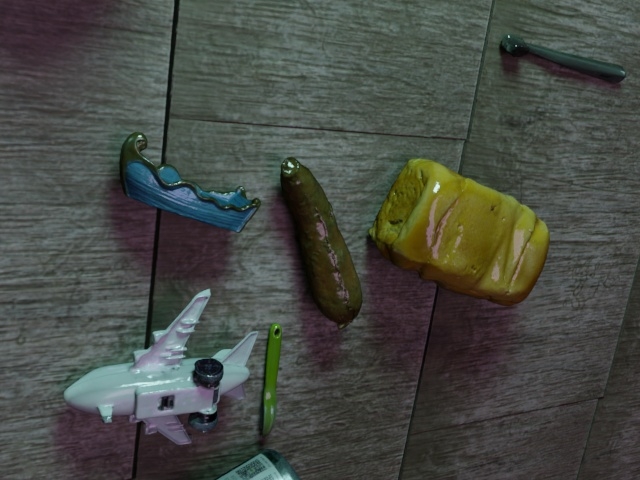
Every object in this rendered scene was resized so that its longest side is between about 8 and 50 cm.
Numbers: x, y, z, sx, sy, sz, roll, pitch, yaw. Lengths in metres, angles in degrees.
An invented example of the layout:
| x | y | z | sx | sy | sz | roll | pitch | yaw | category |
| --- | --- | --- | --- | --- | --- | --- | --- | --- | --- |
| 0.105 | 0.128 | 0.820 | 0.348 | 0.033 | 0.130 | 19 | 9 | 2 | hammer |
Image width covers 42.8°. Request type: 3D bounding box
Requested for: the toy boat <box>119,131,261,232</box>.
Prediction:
| x | y | z | sx | sy | sz | roll | pitch | yaw | category |
| --- | --- | --- | --- | --- | --- | --- | --- | --- | --- |
| -0.163 | -0.071 | 0.999 | 0.185 | 0.075 | 0.077 | 18 | 100 | -32 | toy boat |

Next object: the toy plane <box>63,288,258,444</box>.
| x | y | z | sx | sy | sz | roll | pitch | yaw | category |
| --- | --- | --- | --- | --- | --- | --- | --- | --- | --- |
| -0.198 | 0.187 | 1.055 | 0.255 | 0.101 | 0.251 | -7 | 122 | -31 | toy plane |

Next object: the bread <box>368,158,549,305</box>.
| x | y | z | sx | sy | sz | roll | pitch | yaw | category |
| --- | --- | --- | --- | --- | --- | --- | --- | --- | --- |
| 0.221 | -0.002 | 1.244 | 0.294 | 0.132 | 0.167 | 22 | 88 | -35 | bread |

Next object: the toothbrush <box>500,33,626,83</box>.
| x | y | z | sx | sy | sz | roll | pitch | yaw | category |
| --- | --- | --- | --- | --- | --- | --- | --- | --- | --- |
| 0.401 | -0.289 | 1.318 | 0.297 | 0.030 | 0.030 | 3 | 131 | -35 | toothbrush |

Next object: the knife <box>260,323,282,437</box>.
| x | y | z | sx | sy | sz | roll | pitch | yaw | category |
| --- | --- | --- | --- | --- | --- | --- | --- | --- | --- |
| -0.072 | 0.209 | 1.194 | 0.022 | 0.026 | 0.184 | -4 | 106 | -36 | knife |

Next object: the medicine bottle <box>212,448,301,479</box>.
| x | y | z | sx | sy | sz | roll | pitch | yaw | category |
| --- | --- | --- | --- | --- | --- | --- | --- | --- | --- |
| -0.159 | 0.422 | 1.142 | 0.293 | 0.141 | 0.141 | -26 | 120 | -24 | medicine bottle |

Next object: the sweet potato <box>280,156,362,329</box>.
| x | y | z | sx | sy | sz | roll | pitch | yaw | category |
| --- | --- | --- | --- | --- | --- | --- | --- | --- | --- |
| 0.000 | 0.000 | 1.137 | 0.075 | 0.075 | 0.273 | -29 | 118 | -22 | sweet potato |
